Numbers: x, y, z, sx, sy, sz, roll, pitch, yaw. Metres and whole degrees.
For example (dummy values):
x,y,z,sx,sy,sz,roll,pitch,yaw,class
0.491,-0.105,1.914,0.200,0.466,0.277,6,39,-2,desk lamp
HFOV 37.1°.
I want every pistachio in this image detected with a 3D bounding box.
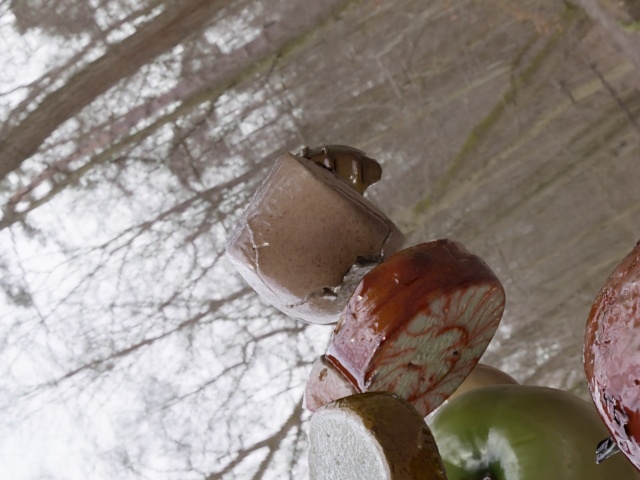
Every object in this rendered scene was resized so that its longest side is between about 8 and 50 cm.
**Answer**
x,y,z,sx,sy,sz,roll,pitch,yaw,class
0.378,0.381,2.203,0.293,0.162,0.182,27,-104,-16,pistachio

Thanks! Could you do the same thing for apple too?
x,y,z,sx,sy,sz,roll,pitch,yaw,class
0.364,0.483,1.656,0.474,0.473,0.474,51,-156,-33,apple

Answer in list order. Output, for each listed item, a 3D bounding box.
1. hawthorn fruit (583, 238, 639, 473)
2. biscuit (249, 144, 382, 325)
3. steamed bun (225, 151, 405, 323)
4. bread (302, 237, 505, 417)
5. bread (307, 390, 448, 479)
x,y,z,sx,sy,sz,roll,pitch,yaw,class
0.387,0.112,0.836,0.316,0.316,0.316,51,-156,-33,hawthorn fruit
-0.017,-0.008,1.886,0.115,0.268,0.366,-136,44,-70,biscuit
0.012,0.018,1.570,0.199,0.252,0.301,32,180,40,steamed bun
0.135,0.147,1.425,0.295,0.328,0.114,-10,-136,-40,bread
0.061,0.276,1.032,0.070,0.236,0.236,-5,-115,-25,bread
